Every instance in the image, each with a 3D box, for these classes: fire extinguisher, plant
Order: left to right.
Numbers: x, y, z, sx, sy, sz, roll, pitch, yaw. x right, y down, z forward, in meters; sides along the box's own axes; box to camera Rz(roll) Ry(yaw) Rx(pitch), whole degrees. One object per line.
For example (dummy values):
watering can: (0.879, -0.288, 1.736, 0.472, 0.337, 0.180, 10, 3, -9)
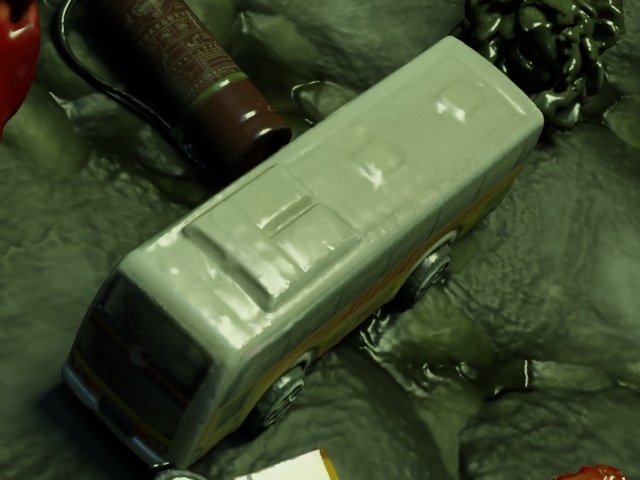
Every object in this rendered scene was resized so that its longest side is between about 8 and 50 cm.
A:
fire extinguisher: (-0.085, -0.097, 0.932, 0.078, 0.045, 0.157, -35, 73, -15)
plant: (0.128, -0.125, 1.016, 0.094, 0.092, 0.143, 34, 42, -6)

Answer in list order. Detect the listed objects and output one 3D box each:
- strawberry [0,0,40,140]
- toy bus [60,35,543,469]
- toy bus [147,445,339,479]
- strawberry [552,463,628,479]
strawberry: (-0.287, -0.120, 0.728, 0.345, 0.295, 0.317, 17, 84, -42)
toy bus: (0.000, 0.000, 0.850, 0.092, 0.106, 0.268, 42, 50, 14)
toy bus: (-0.104, 0.169, 0.688, 0.274, 0.090, 0.112, -17, 71, -31)
strawberry: (0.107, 0.154, 0.816, 0.104, 0.048, 0.152, 38, 53, 4)
